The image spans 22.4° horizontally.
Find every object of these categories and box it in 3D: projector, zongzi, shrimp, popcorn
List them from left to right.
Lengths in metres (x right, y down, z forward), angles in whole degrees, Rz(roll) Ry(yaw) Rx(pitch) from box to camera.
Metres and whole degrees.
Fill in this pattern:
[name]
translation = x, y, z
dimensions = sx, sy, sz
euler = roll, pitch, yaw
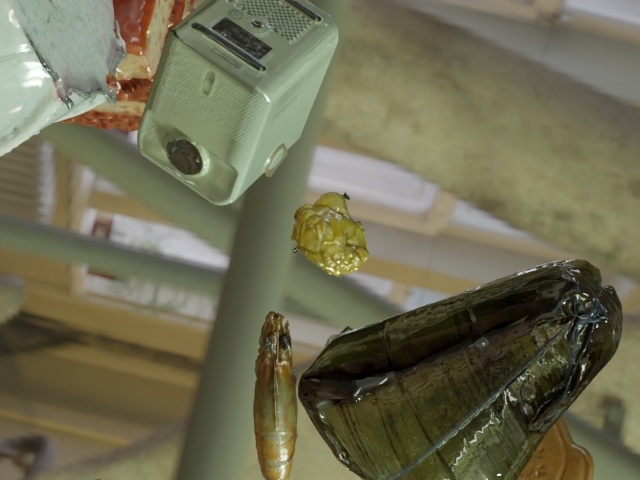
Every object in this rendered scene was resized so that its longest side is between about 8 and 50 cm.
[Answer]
[projector]
translation = -0.102, -0.173, 1.924
dimensions = 0.177, 0.163, 0.242
euler = -46, 168, -40
[shrimp]
translation = -0.062, 0.213, 2.274
dimensions = 0.152, 0.063, 0.287
euler = -89, 180, -65
[popcorn]
translation = 0.000, 0.000, 1.552
dimensions = 0.084, 0.084, 0.084
euler = -166, -90, -88
[zongzi]
translation = 0.161, 0.190, 1.439
dimensions = 0.138, 0.286, 0.300
euler = -32, 102, -73

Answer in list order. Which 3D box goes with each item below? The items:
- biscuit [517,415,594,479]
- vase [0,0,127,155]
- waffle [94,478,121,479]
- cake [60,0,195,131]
[biscuit]
translation = 0.223, 0.225, 1.705
dimensions = 0.023, 0.140, 0.118
euler = 8, 97, -59
[vase]
translation = -0.388, -0.152, 1.206
dimensions = 0.250, 0.445, 0.250
euler = -11, 90, -74
[waffle]
translation = -0.250, 0.373, 1.740
dimensions = 0.245, 0.052, 0.254
euler = 34, 86, -48
[cake]
translation = -0.337, -0.339, 2.449
dimensions = 0.319, 0.270, 0.269
euler = 79, 20, -72
